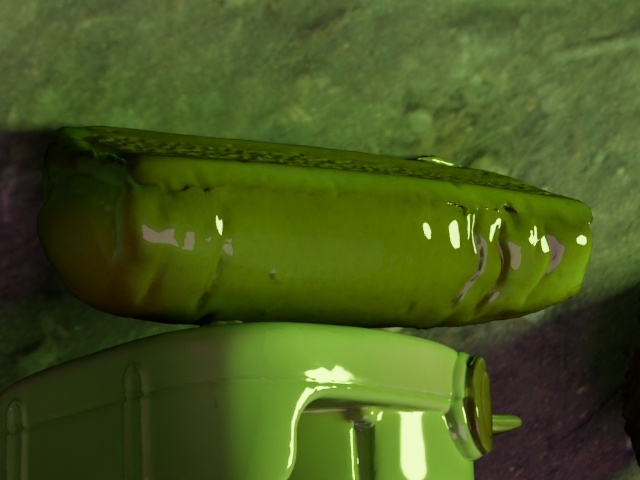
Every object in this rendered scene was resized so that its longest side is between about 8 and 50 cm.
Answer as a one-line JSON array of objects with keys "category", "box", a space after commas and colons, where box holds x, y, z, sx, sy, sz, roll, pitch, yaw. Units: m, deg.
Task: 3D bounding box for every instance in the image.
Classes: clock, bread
[{"category": "clock", "box": [-0.024, 0.144, 0.956, 0.348, 0.117, 0.286, 11, 158, -41]}, {"category": "bread", "box": [0.000, 0.000, 0.912, 0.383, 0.166, 0.112, 3, 103, -29]}]

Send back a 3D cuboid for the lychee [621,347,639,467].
[{"category": "lychee", "box": [0.386, 0.145, 1.166, 0.304, 0.275, 0.276, -45, 137, -24]}]
